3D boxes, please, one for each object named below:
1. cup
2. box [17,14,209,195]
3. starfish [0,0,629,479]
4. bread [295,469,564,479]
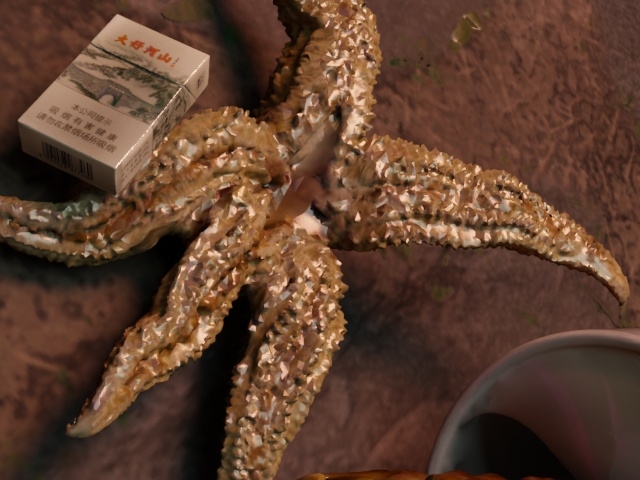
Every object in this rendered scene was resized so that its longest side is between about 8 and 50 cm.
[{"bbox_3d":[0.237,0.150,0.635,0.317,0.212,0.212,1,72,-46],"label":"cup"},{"bbox_3d":[-0.095,-0.065,0.529,0.054,0.024,0.083,24,55,12],"label":"box"},{"bbox_3d":[-0.022,0.012,0.575,0.301,0.084,0.293,48,59,-3],"label":"starfish"},{"bbox_3d":[0.056,0.213,0.502,0.096,0.181,0.222,16,68,-50],"label":"bread"}]
